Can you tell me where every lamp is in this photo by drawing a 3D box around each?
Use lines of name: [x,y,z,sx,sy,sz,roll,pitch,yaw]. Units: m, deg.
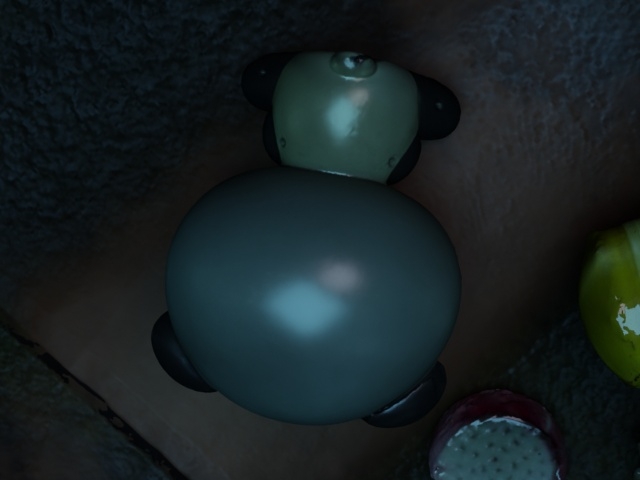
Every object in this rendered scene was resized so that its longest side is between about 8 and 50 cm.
lamp: [0.000,0.000,0.867,0.198,0.198,0.243,10,84,3]

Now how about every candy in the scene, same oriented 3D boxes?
candy: [0.130,0.161,0.960,0.103,0.043,0.103,2,106,5]

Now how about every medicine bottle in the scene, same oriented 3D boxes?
medicine bottle: [0.291,0.024,0.866,0.239,0.124,0.124,-15,104,11]

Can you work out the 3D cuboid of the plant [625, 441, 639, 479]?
plant: [0.296,0.199,0.911,0.132,0.129,0.194,-21,107,9]
